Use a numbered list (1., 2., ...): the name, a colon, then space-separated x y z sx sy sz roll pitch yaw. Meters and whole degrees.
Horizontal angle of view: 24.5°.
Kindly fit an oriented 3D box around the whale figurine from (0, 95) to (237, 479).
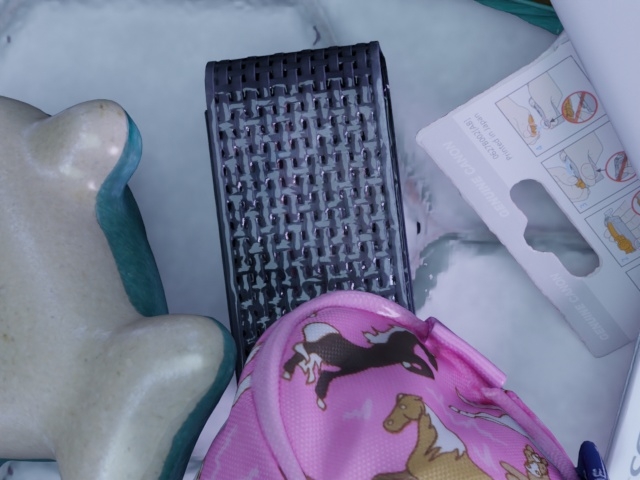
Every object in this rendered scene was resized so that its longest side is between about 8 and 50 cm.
1. whale figurine: -0.122 0.041 0.688 0.272 0.141 0.216 28 95 43

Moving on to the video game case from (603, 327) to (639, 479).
1. video game case: 0.238 0.093 0.700 0.190 0.022 0.173 15 93 5

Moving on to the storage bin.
1. storage bin: 0.000 0.000 0.724 0.084 0.122 0.180 -6 91 5

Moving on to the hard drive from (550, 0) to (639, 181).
1. hard drive: 0.207 -0.093 0.564 0.233 0.047 0.353 -18 106 45

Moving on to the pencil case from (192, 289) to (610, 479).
1. pencil case: -0.025 0.211 0.651 0.167 0.160 0.386 8 123 -29

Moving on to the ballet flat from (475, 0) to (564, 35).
1. ballet flat: 0.120 -0.143 0.727 0.247 0.087 0.083 13 92 4

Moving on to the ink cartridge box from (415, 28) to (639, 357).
1. ink cartridge box: 0.185 -0.060 0.712 0.224 0.056 0.181 -30 121 22
